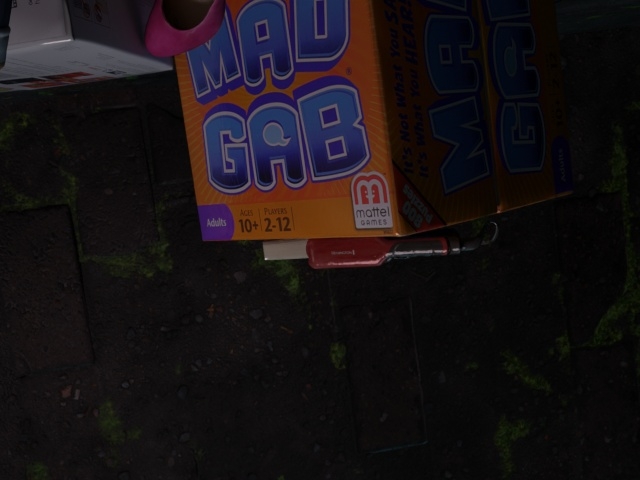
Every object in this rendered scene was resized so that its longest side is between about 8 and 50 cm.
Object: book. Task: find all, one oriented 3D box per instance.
[{"bbox_3d":[0.000,0.000,1.067,0.144,0.035,0.096,-6,-171,1],"label":"book"}]

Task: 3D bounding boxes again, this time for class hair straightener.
[{"bbox_3d":[0.102,-0.001,0.965,0.230,0.047,0.089,-9,-176,26],"label":"hair straightener"}]

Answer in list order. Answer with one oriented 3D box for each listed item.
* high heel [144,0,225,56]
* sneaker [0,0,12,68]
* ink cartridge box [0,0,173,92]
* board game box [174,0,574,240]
[{"bbox_3d":[-0.131,-0.261,0.820,0.244,0.082,0.117,-28,-178,36],"label":"high heel"},{"bbox_3d":[-0.317,-0.237,0.557,0.282,0.153,0.099,26,-160,15],"label":"sneaker"},{"bbox_3d":[-0.344,-0.244,0.892,0.272,0.130,0.309,-7,-174,7],"label":"ink cartridge box"},{"bbox_3d":[0.064,-0.203,1.047,0.356,0.356,0.356,-14,-172,-42],"label":"board game box"}]
